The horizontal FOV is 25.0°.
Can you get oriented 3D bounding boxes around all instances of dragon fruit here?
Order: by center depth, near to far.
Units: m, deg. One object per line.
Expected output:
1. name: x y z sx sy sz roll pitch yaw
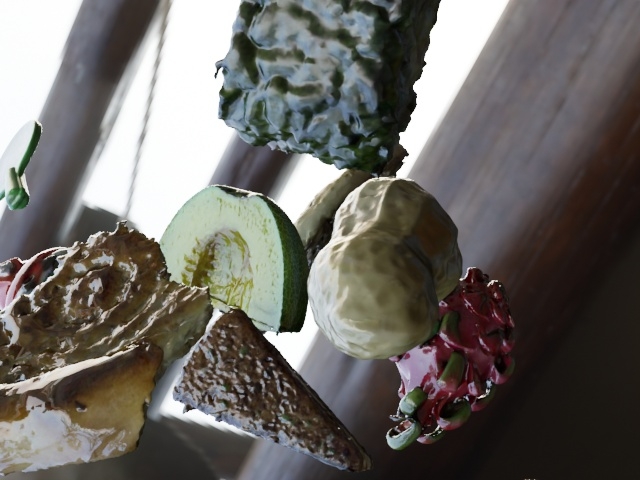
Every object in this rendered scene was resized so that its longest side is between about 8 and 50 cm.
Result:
1. dragon fruit: 0.198 0.177 2.180 0.218 0.198 0.272 31 -126 -61

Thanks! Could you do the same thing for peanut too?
1. peanut: 0.066 0.029 1.477 0.149 0.149 0.313 29 -157 2

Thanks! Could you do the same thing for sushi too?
1. sushi: 0.033 -0.248 1.413 0.178 0.352 0.294 15 -165 9

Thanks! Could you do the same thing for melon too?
1. melon: -0.089 0.020 1.896 0.265 0.169 0.129 17 -174 43

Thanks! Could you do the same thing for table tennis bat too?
1. table tennis bat: -0.519 -0.118 2.443 0.039 0.160 0.257 30 -165 -26

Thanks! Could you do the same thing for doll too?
1. doll: -0.397 0.101 2.260 0.363 0.182 0.160 17 152 38

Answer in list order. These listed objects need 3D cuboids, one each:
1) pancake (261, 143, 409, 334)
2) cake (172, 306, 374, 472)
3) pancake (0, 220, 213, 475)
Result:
1. pancake: 0.001 0.001 2.261 0.071 0.382 0.382 38 -155 9
2. cake: -0.036 0.169 1.684 0.246 0.135 0.112 18 -179 13
3. pancake: -0.193 0.087 0.978 0.212 0.257 0.056 53 174 50
